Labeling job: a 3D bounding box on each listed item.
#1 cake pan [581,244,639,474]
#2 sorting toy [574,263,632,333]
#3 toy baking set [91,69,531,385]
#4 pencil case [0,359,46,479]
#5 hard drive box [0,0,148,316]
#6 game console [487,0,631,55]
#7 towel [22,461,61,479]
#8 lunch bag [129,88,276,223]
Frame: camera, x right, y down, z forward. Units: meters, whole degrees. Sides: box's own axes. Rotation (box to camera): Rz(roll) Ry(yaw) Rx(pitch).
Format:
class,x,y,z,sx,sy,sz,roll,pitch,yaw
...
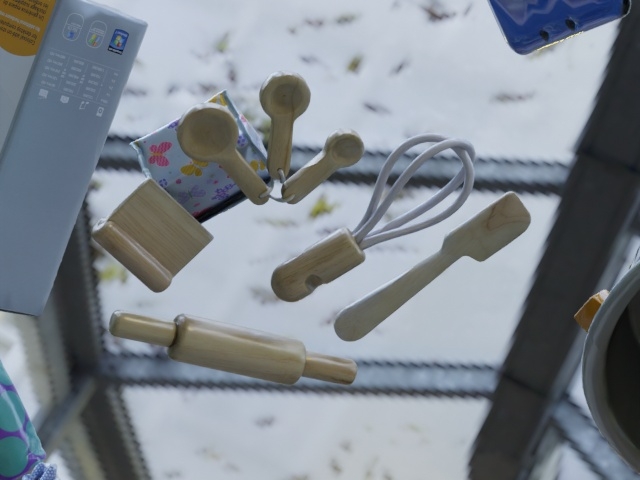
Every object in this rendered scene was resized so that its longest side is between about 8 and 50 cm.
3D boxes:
class,x,y,z,sx,sy,sz,roll,pitch,yaw
cake pan,0.271,0.047,0.853,0.293,0.054,0.293,5,-40,4
sorting toy,0.332,0.123,1.318,0.307,0.041,0.229,51,-43,16
toy baking set,-0.004,0.005,1.086,0.256,0.197,0.030,18,25,-23
pencil case,-0.319,0.157,1.710,0.070,0.064,0.151,-17,-74,27
hard drive box,-0.250,-0.085,1.334,0.181,0.232,0.089,24,6,40
game console,0.215,-0.324,1.569,0.173,0.250,0.293,35,-9,-10
towel,-0.237,0.302,1.168,0.034,0.285,0.209,18,-45,22
lunch bag,-0.066,-0.043,1.104,0.053,0.071,0.083,62,2,25
